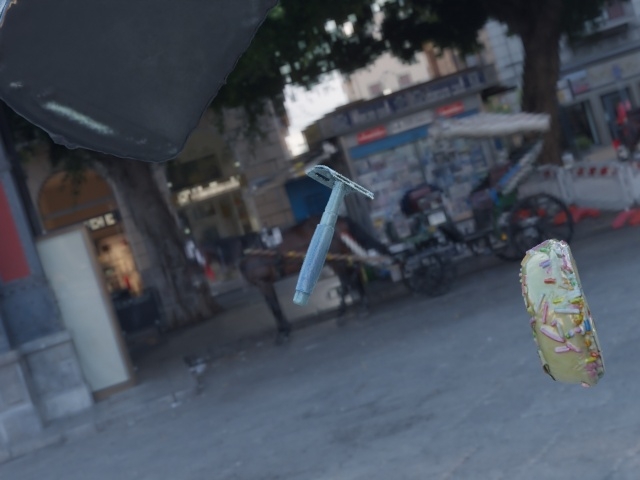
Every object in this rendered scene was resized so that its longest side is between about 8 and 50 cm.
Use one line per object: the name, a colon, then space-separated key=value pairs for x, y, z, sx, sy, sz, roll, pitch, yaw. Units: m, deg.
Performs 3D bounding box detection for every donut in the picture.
donut: x=0.267 y=0.083 z=1.112 sx=0.068 sy=0.175 sz=0.174 roll=-18 pitch=3 yaw=15

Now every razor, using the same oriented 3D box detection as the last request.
razor: x=0.000 y=0.000 z=0.988 sx=0.068 sy=0.135 sz=0.040 roll=26 pitch=-9 yaw=-41

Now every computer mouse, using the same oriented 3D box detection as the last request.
computer mouse: x=-0.114 y=-0.199 z=0.688 sx=0.168 sy=0.295 sz=0.087 roll=26 pitch=12 yaw=-25
